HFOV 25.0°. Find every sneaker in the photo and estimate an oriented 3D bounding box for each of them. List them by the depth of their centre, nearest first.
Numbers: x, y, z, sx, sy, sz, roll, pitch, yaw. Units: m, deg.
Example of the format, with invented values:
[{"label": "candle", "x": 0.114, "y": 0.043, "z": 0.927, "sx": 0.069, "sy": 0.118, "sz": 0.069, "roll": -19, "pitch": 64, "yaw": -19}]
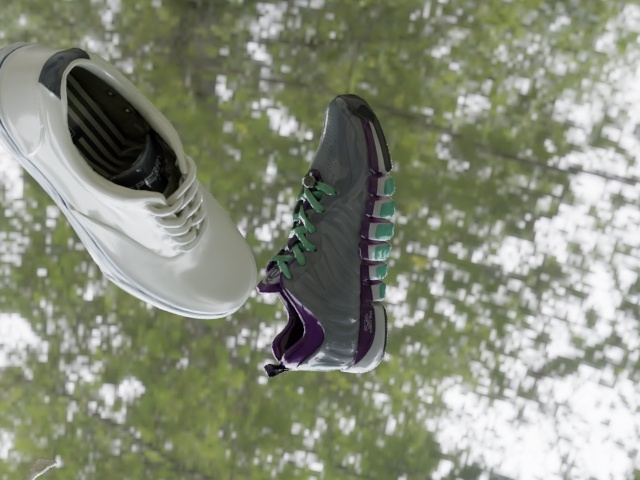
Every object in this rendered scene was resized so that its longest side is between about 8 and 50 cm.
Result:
[{"label": "sneaker", "x": -0.117, "y": -0.028, "z": 0.947, "sx": 0.091, "sy": 0.258, "sz": 0.094, "roll": 9, "pitch": -117, "yaw": 47}, {"label": "sneaker", "x": 0.000, "y": 0.000, "z": 1.119, "sx": 0.098, "sy": 0.223, "sz": 0.083, "roll": -6, "pitch": -168, "yaw": -23}]

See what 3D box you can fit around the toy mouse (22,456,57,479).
[{"label": "toy mouse", "x": -0.144, "y": 0.076, "z": 0.433, "sx": 0.031, "sy": 0.161, "sz": 0.143, "roll": 18, "pitch": -139, "yaw": -58}]
